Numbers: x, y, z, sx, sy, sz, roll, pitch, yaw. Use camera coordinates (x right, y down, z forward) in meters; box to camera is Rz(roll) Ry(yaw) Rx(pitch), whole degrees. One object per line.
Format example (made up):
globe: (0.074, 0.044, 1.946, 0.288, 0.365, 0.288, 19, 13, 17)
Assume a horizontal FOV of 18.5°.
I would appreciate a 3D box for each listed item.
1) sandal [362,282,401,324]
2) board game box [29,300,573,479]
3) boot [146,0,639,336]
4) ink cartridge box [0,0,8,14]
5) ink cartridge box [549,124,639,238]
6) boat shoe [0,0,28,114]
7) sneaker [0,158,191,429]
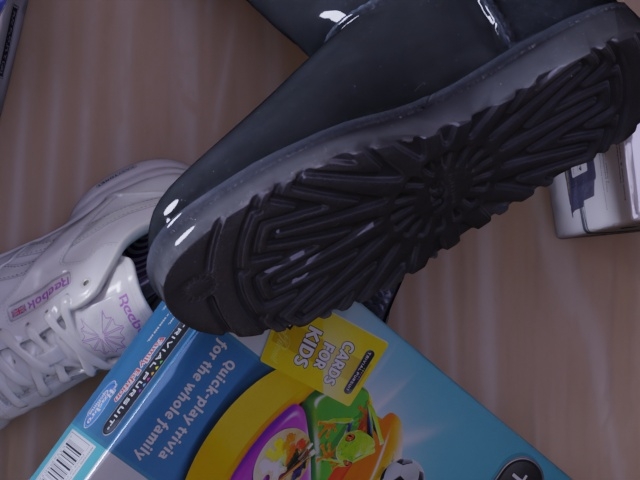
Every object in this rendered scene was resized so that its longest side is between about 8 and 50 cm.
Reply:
sandal: (0.012, 0.062, 1.477, 0.097, 0.054, 0.254, 9, 95, 8)
board game box: (-0.007, 0.181, 1.380, 0.336, 0.079, 0.254, 40, 81, -26)
boot: (-0.037, -0.172, 1.337, 0.367, 0.146, 0.445, -25, 54, -17)
ink cartridge box: (-0.406, -0.150, 1.323, 0.330, 0.071, 0.324, 30, 91, -10)
ink cartridge box: (0.272, -0.062, 1.420, 0.172, 0.237, 0.100, -6, 88, -6)
boat shoe: (-0.286, -0.129, 1.437, 0.102, 0.108, 0.301, 14, 88, 2)
sneaker: (-0.192, 0.052, 1.402, 0.305, 0.152, 0.114, -39, 115, -7)
